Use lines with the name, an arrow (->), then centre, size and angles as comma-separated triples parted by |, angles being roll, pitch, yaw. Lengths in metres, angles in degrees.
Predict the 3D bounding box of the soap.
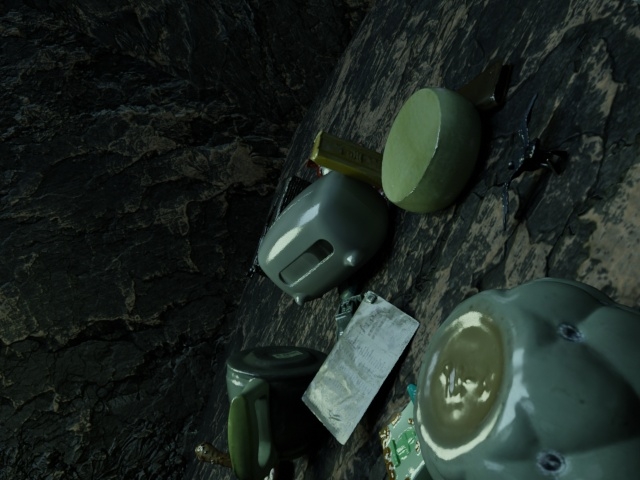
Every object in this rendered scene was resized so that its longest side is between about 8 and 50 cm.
soap -> 0.101, -0.180, 1.264 | 0.092, 0.251, 0.037 | -82, 17, -44

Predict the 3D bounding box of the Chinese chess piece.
Chinese chess piece -> 0.216, -0.178, 1.068 | 0.250, 0.101, 0.251 | -166, 90, -72

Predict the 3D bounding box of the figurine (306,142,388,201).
figurine -> 0.072, -0.183, 1.424 | 0.184, 0.226, 0.160 | -64, 16, 10

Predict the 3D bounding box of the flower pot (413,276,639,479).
flower pot -> 0.204, 0.152, 0.482 | 0.246, 0.195, 0.246 | -58, 17, 29

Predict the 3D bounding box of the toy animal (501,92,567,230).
toy animal -> 0.309, -0.121, 0.794 | 0.108, 0.062, 0.220 | -168, 95, -75

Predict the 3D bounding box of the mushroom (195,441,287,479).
mushroom -> -0.199, 0.551, 1.294 | 0.227, 0.217, 0.148 | -27, 42, 68

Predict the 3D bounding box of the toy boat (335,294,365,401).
toy boat -> 0.064, 0.217, 1.105 | 0.078, 0.085, 0.261 | -22, 36, 23

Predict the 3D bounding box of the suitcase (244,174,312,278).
suitcase -> -0.067, -0.010, 1.654 | 0.152, 0.229, 0.335 | -23, 46, 69

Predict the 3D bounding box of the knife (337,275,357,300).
knife -> 0.069, 0.096, 1.403 | 0.064, 0.031, 0.222 | -48, 17, 16

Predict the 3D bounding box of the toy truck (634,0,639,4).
toy truck -> 0.420, -0.258, 0.559 | 0.092, 0.083, 0.192 | -57, 18, 34

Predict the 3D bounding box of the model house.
model house -> 0.159, 0.256, 0.687 | 0.149, 0.100, 0.127 | -60, 16, 19

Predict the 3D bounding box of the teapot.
teapot -> -0.084, 0.373, 1.165 | 0.321, 0.239, 0.240 | -166, 76, -78

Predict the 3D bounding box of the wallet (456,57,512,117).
wallet -> 0.313, -0.285, 1.096 | 0.198, 0.031, 0.110 | -27, 42, 68

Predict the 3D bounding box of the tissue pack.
tissue pack -> 0.000, 0.000, 1.323 | 0.333, 0.229, 0.236 | -40, 16, 37

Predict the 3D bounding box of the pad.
pad -> 0.069, 0.235, 1.023 | 0.265, 0.009, 0.159 | -58, 38, -2
